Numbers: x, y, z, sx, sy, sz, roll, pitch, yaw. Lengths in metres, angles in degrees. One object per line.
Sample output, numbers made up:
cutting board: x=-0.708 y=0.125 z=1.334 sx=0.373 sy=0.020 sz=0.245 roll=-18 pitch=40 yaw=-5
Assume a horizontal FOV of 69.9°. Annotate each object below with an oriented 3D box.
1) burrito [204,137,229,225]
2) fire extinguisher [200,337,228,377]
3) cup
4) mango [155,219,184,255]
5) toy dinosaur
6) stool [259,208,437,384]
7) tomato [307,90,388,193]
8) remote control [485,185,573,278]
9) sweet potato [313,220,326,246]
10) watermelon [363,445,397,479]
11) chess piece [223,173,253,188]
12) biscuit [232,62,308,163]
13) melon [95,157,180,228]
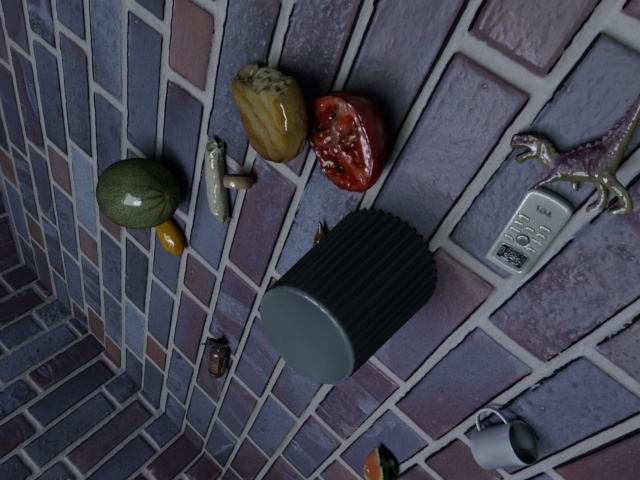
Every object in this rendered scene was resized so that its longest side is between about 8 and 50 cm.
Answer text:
burrito: x=-0.311 y=-0.171 z=1.373 sx=0.082 sy=0.059 sz=0.275 roll=39 pitch=138 yaw=36
fire extinguisher: x=-0.433 y=0.479 z=1.886 sx=0.075 sy=0.106 sz=0.252 roll=52 pitch=143 yaw=31
cup: x=0.449 y=0.488 z=1.134 sx=0.099 sy=0.136 sz=0.133 roll=16 pitch=144 yaw=-24
mango: x=-0.560 y=-0.027 z=1.683 sx=0.098 sy=0.075 sz=0.190 roll=-35 pitch=85 yaw=42
toy dinosaur: x=0.440 y=-0.141 z=0.723 sx=0.251 sy=0.072 sz=0.199 roll=-23 pitch=91 yaw=57
stool: x=0.058 y=0.125 z=1.044 sx=0.297 sy=0.330 sz=0.297 roll=23 pitch=131 yaw=30
tomato: x=0.067 y=-0.223 z=0.977 sx=0.228 sy=0.101 sz=0.228 roll=38 pitch=146 yaw=32
remote control: x=0.395 y=-0.013 z=0.875 sx=0.087 sy=0.029 sz=0.190 roll=35 pitch=135 yaw=18
sweet potato: x=0.000 y=0.000 z=1.222 sx=0.049 sy=0.049 sz=0.117 roll=17 pitch=123 yaw=33
watermelon: x=0.202 y=0.791 z=1.578 sx=0.119 sy=0.063 sz=0.245 roll=48 pitch=147 yaw=34
chess piece: x=-0.232 y=-0.167 z=1.287 sx=0.084 sy=0.084 sz=0.038 roll=15 pitch=108 yaw=34
biscuit: x=-0.111 y=-0.290 z=1.059 sx=0.274 sy=0.091 sz=0.213 roll=41 pitch=146 yaw=41
melon: x=-0.593 y=-0.152 z=1.504 sx=0.302 sy=0.237 sz=0.237 roll=4 pitch=119 yaw=39
